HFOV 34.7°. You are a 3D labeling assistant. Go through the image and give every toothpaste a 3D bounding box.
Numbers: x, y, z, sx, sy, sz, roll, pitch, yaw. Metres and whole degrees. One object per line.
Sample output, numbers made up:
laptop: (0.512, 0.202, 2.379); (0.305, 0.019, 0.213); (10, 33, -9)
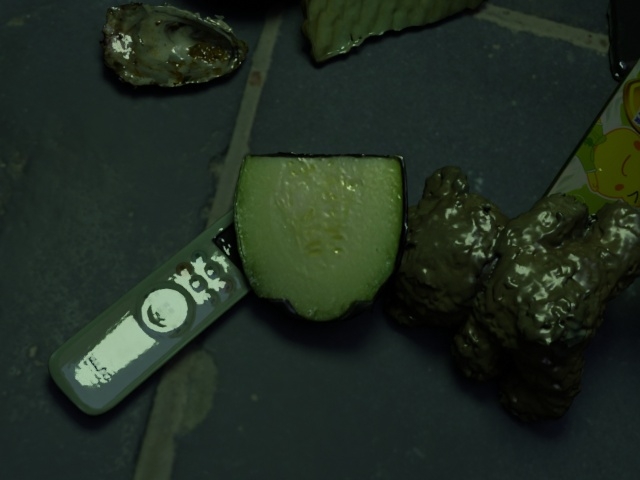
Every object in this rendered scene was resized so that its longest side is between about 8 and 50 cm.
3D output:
toothpaste: (0.356, -0.080, 1.251); (0.110, 0.077, 0.327); (35, 65, 7)

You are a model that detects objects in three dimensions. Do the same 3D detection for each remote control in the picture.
remote control: (-0.154, 0.069, 1.110); (0.309, 0.038, 0.090); (-40, 79, -23)

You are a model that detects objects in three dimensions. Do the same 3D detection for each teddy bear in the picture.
teddy bear: (0.189, 0.044, 1.106); (0.256, 0.156, 0.267); (29, 103, 29)

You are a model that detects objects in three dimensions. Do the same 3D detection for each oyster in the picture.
oyster: (-0.174, -0.233, 1.228); (0.177, 0.056, 0.105); (-10, 81, -14)

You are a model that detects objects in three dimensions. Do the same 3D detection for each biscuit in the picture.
biscuit: (0.090, -0.343, 1.274); (0.274, 0.187, 0.036); (-20, 34, -20)

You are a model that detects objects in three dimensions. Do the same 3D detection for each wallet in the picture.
wallet: (0.528, -0.265, 1.390); (0.285, 0.030, 0.146); (7, 69, -9)

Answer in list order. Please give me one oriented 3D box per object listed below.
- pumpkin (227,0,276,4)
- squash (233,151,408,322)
pumpkin: (-0.085, -0.415, 1.242); (0.250, 0.216, 0.249); (-3, 96, -30)
squash: (0.005, -0.004, 1.124); (0.192, 0.085, 0.184); (2, 92, 12)
